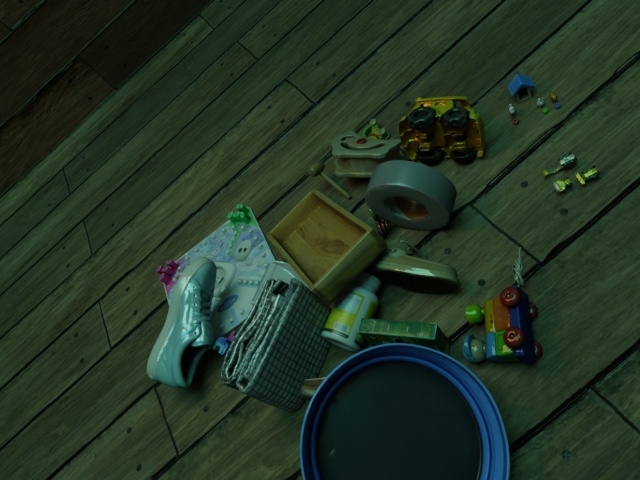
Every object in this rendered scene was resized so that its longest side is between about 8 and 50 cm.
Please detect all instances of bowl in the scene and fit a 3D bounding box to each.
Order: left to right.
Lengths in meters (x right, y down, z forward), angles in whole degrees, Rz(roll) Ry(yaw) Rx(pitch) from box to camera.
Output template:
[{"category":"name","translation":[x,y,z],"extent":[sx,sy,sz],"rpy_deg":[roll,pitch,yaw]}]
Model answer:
[{"category":"bowl","translation":[0.155,0.395,0.977],"extent":[0.390,0.077,0.392],"rpy_deg":[0,74,-1]}]

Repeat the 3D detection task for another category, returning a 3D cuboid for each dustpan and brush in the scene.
[{"category":"dustpan and brush","translation":[-0.066,0.135,1.402],"extent":[0.211,0.060,0.147],"rpy_deg":[19,57,4]}]

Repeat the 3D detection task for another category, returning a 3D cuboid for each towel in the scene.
[{"category":"towel","translation":[-0.095,0.249,1.245],"extent":[0.121,0.235,0.284],"rpy_deg":[11,68,37]}]

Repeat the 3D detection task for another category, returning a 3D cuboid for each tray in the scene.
[{"category":"tray","translation":[0.000,0.000,1.371],"extent":[0.203,0.076,0.411],"rpy_deg":[-45,29,-1]}]

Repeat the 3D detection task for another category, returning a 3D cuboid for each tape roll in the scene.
[{"category":"tape roll","translation":[0.223,-0.108,1.283],"extent":[0.219,0.219,0.072],"rpy_deg":[7,64,35]}]

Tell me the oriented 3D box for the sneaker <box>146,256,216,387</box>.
[{"category":"sneaker","translation":[-0.341,0.232,1.428],"extent":[0.150,0.135,0.366],"rpy_deg":[14,81,26]}]

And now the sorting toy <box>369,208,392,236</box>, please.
[{"category":"sorting toy","translation":[0.168,-0.060,1.395],"extent":[0.042,0.061,0.102],"rpy_deg":[-23,74,17]}]

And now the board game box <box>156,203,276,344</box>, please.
[{"category":"board game box","translation":[-0.328,0.115,1.603],"extent":[0.389,0.050,0.390],"rpy_deg":[-37,48,7]}]

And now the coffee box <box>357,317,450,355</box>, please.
[{"category":"coffee box","translation":[0.191,0.220,1.166],"extent":[0.184,0.113,0.041],"rpy_deg":[-2,57,33]}]

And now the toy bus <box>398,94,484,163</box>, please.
[{"category":"toy bus","translation":[0.353,-0.328,1.414],"extent":[0.220,0.150,0.211],"rpy_deg":[5,48,32]}]

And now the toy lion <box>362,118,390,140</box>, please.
[{"category":"toy lion","translation":[0.159,-0.316,1.590],"extent":[0.096,0.034,0.100],"rpy_deg":[-43,47,12]}]

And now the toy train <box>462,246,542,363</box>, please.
[{"category":"toy train","translation":[0.379,0.144,1.112],"extent":[0.143,0.105,0.248],"rpy_deg":[-20,51,37]}]

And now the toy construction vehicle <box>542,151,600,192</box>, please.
[{"category":"toy construction vehicle","translation":[0.590,-0.157,1.213],"extent":[0.098,0.035,0.086],"rpy_deg":[-32,60,14]}]

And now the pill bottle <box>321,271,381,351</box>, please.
[{"category":"pill bottle","translation":[0.083,0.173,1.269],"extent":[0.103,0.103,0.184],"rpy_deg":[11,67,37]}]

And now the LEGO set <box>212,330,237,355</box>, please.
[{"category":"LEGO set","translation":[-0.203,0.289,1.386],"extent":[0.227,0.087,0.093],"rpy_deg":[19,73,38]}]

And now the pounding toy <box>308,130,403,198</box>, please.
[{"category":"pounding toy","translation":[0.111,-0.227,1.530],"extent":[0.269,0.155,0.154],"rpy_deg":[5,37,22]}]

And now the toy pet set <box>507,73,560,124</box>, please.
[{"category":"toy pet set","translation":[0.552,-0.386,1.360],"extent":[0.122,0.065,0.114],"rpy_deg":[-20,52,20]}]

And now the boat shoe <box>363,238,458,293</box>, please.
[{"category":"boat shoe","translation":[0.187,0.046,1.273],"extent":[0.341,0.121,0.110],"rpy_deg":[10,68,38]}]

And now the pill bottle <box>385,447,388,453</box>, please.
[{"category":"pill bottle","translation":[0.077,0.456,1.084],"extent":[0.180,0.108,0.108],"rpy_deg":[-25,51,16]}]

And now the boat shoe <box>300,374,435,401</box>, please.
[{"category":"boat shoe","translation":[0.113,0.320,1.154],"extent":[0.324,0.123,0.117],"rpy_deg":[-5,54,19]}]
